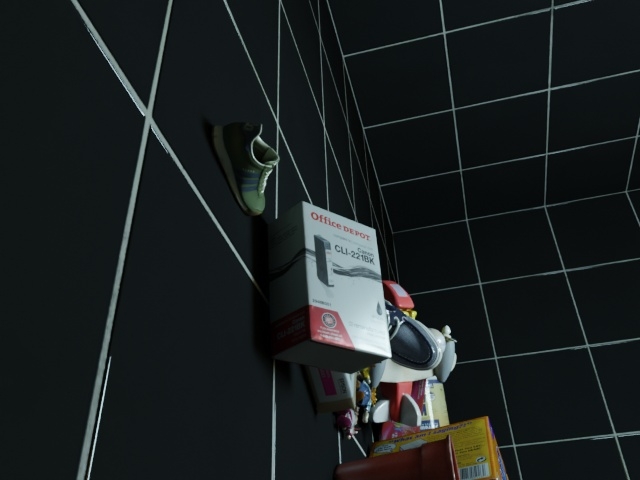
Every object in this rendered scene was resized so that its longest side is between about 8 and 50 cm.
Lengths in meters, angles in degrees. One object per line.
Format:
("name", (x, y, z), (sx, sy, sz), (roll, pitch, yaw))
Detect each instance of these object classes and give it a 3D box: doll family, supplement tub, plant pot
("doll family", (0.097, 0.352, 1.584), (0.163, 0.118, 0.263), (53, 29, -68))
("supplement tub", (0.371, 0.673, 2.421), (0.228, 0.228, 0.317), (53, 28, -67))
("plant pot", (0.177, 0.581, 1.397), (0.272, 0.264, 0.273), (-11, 90, -79))

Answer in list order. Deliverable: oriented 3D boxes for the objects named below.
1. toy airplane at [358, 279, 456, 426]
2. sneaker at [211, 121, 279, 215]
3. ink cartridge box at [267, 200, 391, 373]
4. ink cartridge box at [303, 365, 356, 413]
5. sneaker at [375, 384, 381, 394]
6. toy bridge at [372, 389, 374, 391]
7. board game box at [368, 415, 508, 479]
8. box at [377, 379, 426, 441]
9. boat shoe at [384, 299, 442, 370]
("toy airplane", (0.245, 0.344, 1.843), (0.384, 0.272, 0.386), (51, 43, -15))
("sneaker", (-0.106, -0.116, 1.045), (0.192, 0.086, 0.064), (69, 15, -46))
("ink cartridge box", (0.012, 0.088, 1.180), (0.196, 0.114, 0.273), (19, 53, -37))
("ink cartridge box", (0.015, 0.217, 1.372), (0.193, 0.088, 0.235), (-81, 159, -63))
("sneaker", (0.170, 0.385, 2.055), (0.083, 0.084, 0.215), (-62, 151, -72))
("toy bridge", (0.137, 0.458, 1.942), (0.188, 0.026, 0.063), (35, 45, -74))
("board game box", (0.338, 0.744, 1.711), (0.356, 0.356, 0.357), (-39, 111, -75))
("box", (0.263, 0.532, 2.059), (0.128, 0.122, 0.257), (-2, 100, -88))
("boat shoe", (0.141, 0.210, 1.579), (0.127, 0.340, 0.158), (-59, 161, 3))
